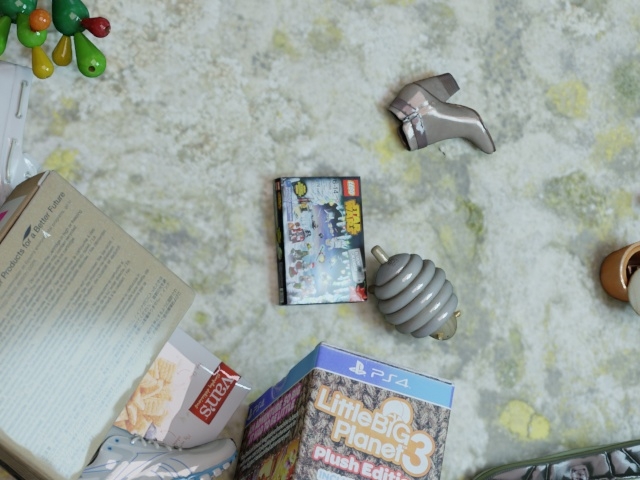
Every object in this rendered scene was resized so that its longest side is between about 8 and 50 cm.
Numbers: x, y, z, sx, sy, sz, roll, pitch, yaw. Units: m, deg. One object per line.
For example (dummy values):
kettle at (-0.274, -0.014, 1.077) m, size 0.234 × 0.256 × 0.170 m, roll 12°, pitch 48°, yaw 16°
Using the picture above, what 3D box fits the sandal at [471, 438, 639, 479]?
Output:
sandal at (0.303, 0.279, 1.694) m, size 0.302 × 0.086 × 0.120 m, roll 0°, pitch 88°, yaw -6°

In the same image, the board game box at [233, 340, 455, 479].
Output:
board game box at (0.000, 0.279, 1.450) m, size 0.141 × 0.232 × 0.291 m, roll 18°, pitch 64°, yaw -13°

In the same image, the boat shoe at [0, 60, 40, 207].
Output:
boat shoe at (-0.310, -0.069, 1.479) m, size 0.075 × 0.083 × 0.226 m, roll 2°, pitch 84°, yaw -20°

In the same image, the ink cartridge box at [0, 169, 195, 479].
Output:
ink cartridge box at (-0.257, 0.086, 1.403) m, size 0.193 × 0.088 × 0.235 m, roll 43°, pitch 62°, yaw -21°

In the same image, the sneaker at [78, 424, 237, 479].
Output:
sneaker at (-0.174, 0.212, 1.469) m, size 0.190 × 0.071 × 0.083 m, roll -16°, pitch 89°, yaw -18°

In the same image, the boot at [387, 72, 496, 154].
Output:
boot at (0.131, -0.125, 1.682) m, size 0.087 × 0.042 × 0.118 m, roll -36°, pitch 97°, yaw -14°

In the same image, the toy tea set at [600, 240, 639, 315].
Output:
toy tea set at (0.476, -0.024, 1.757) m, size 0.200 × 0.124 × 0.336 m, roll 42°, pitch 73°, yaw -13°

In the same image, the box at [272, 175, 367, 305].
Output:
box at (0.000, 0.000, 1.623) m, size 0.094 × 0.027 × 0.137 m, roll -2°, pitch 86°, yaw -22°

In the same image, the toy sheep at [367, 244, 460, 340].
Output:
toy sheep at (0.097, 0.057, 1.624) m, size 0.132 × 0.091 × 0.091 m, roll 43°, pitch 72°, yaw -12°

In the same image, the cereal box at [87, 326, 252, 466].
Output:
cereal box at (-0.210, 0.143, 1.519) m, size 0.240 × 0.047 × 0.173 m, roll 38°, pitch 75°, yaw -14°

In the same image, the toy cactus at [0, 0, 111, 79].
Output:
toy cactus at (-0.290, -0.256, 1.497) m, size 0.219 × 0.112 × 0.180 m, roll 28°, pitch 60°, yaw 2°
